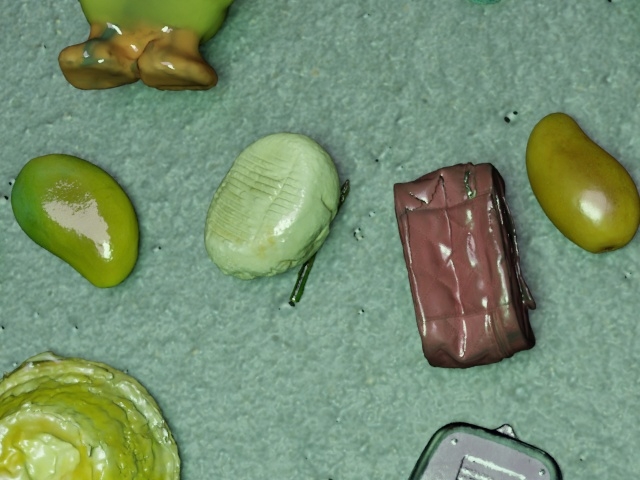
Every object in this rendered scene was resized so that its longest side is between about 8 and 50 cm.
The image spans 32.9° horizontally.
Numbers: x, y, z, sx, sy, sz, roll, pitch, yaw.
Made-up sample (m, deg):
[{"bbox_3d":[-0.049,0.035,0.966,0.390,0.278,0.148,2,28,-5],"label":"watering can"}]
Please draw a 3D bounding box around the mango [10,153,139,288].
[{"bbox_3d":[-0.297,-0.031,1.343,0.191,0.085,0.122,35,75,6],"label":"mango"}]

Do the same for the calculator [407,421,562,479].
[{"bbox_3d":[0.165,0.330,1.195,0.177,0.040,0.268,17,76,12],"label":"calculator"}]

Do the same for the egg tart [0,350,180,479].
[{"bbox_3d":[-0.315,0.280,1.250,0.315,0.120,0.315,-2,76,9],"label":"egg tart"}]

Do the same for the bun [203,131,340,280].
[{"bbox_3d":[-0.054,-0.035,1.286,0.164,0.111,0.188,20,79,38],"label":"bun"}]

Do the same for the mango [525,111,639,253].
[{"bbox_3d":[0.295,-0.069,1.240,0.102,0.085,0.184,-29,68,2],"label":"mango"}]

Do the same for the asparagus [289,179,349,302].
[{"bbox_3d":[0.000,0.000,1.313,0.016,0.016,0.163,18,80,41],"label":"asparagus"}]

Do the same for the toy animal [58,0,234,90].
[{"bbox_3d":[-0.196,-0.342,1.335,0.216,0.191,0.338,5,82,8],"label":"toy animal"}]

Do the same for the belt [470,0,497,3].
[{"bbox_3d":[0.262,-0.427,1.335,0.087,0.072,0.302,32,84,13],"label":"belt"}]

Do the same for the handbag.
[{"bbox_3d":[0.163,0.028,1.209,0.135,0.146,0.225,-11,75,13],"label":"handbag"}]
